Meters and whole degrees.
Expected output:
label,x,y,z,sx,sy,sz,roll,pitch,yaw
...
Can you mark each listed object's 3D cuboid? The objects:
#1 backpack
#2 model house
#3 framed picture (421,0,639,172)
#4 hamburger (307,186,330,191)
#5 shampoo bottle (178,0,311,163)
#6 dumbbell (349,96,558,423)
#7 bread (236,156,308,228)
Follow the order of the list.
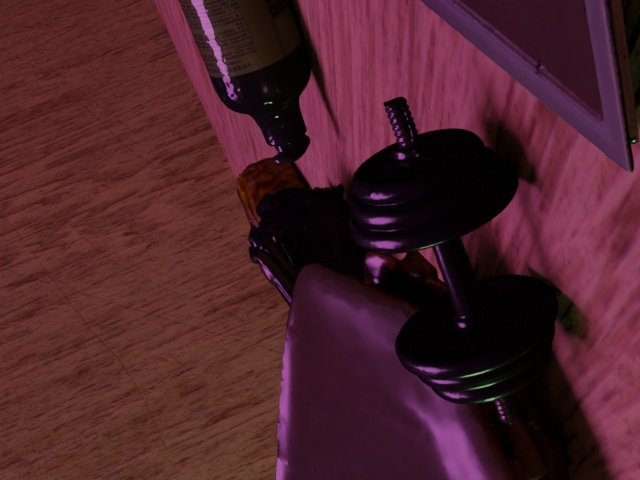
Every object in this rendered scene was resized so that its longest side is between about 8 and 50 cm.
label,x,y,z,sx,sy,sz,roll,pitch,yaw
backpack,0.001,0.033,1.307,0.206,0.133,0.258,59,173,-5
model house,0.085,0.129,0.851,0.229,0.199,0.220,-13,-61,-67
framed picture,0.049,-0.196,0.454,0.232,0.019,0.296,-122,11,-54
hamburger,0.007,-0.027,1.448,0.076,0.044,0.083,88,160,-74
shampoo bottle,-0.071,-0.202,1.151,0.101,0.101,0.284,-125,12,-63
dumbbell,0.076,0.015,0.667,0.099,0.099,0.209,-128,15,-69
bread,-0.048,-0.020,1.756,0.181,0.096,0.222,66,175,-27
